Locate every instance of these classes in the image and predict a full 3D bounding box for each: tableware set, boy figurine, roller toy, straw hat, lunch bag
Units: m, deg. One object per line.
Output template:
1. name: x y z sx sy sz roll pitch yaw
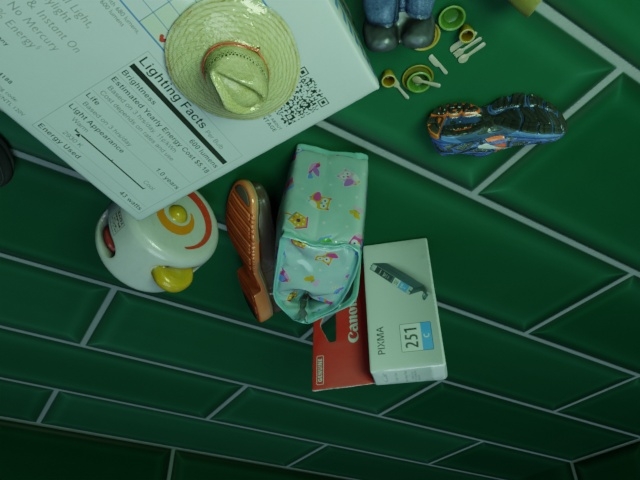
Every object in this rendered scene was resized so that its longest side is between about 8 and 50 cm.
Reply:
1. tableware set: 0.159 -0.272 0.824 0.154 0.024 0.104 -29 133 32
2. boy figurine: 0.101 -0.369 0.653 0.177 0.092 0.285 -1 144 5
3. roller toy: -0.288 -0.016 1.001 0.191 0.209 0.146 43 126 -16
4. straw hat: -0.083 -0.161 0.556 0.144 0.061 0.144 -6 139 -5
5. lunch bag: 0.000 0.000 1.002 0.160 0.223 0.262 8 142 -1

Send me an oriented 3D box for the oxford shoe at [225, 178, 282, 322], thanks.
1. oxford shoe: -0.103 0.011 1.129 0.133 0.130 0.363 -22 141 -19

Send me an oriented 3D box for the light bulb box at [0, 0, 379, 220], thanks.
1. light bulb box: -0.181 -0.267 0.634 0.361 0.225 0.358 -26 135 16

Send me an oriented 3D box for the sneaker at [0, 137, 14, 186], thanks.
1. sneaker: -0.601 -0.166 0.886 0.101 0.106 0.267 -10 142 10

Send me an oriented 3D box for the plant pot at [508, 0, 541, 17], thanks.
1. plant pot: 0.247 -0.351 0.661 0.095 0.134 0.134 33 137 1

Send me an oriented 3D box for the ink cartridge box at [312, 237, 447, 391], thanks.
1. ink cartridge box: 0.103 0.143 1.123 0.261 0.296 0.066 -9 140 10

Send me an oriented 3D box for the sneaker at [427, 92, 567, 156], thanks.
1. sneaker: 0.284 -0.180 0.910 0.221 0.083 0.087 0 155 7
